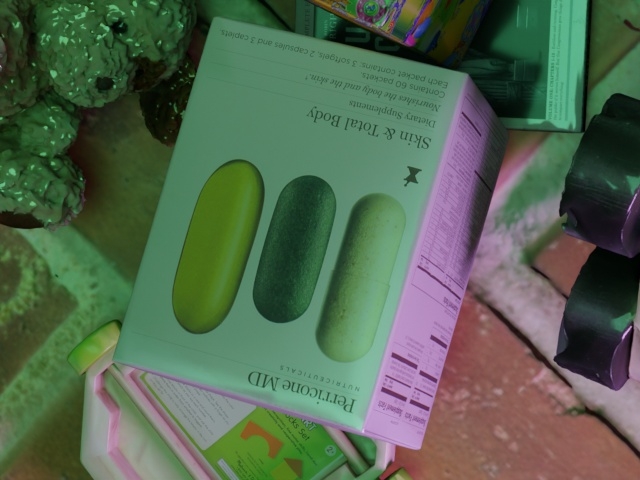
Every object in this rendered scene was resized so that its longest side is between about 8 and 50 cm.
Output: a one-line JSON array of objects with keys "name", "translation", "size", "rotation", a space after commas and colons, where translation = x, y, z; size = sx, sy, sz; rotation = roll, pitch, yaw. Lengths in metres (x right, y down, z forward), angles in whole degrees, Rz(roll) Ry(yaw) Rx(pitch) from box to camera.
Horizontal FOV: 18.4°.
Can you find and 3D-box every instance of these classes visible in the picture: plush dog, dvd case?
[{"name": "plush dog", "translation": [-0.209, -0.161, 1.589], "size": [0.225, 0.262, 0.210], "rotation": [-14, 52, 5]}, {"name": "dvd case", "translation": [0.097, -0.181, 1.576], "size": [0.239, 0.029, 0.179], "rotation": [4, 98, 14]}]

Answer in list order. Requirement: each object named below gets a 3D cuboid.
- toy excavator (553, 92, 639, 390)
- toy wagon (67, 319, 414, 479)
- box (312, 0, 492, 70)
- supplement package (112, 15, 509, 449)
[{"name": "toy excavator", "translation": [0.366, -0.125, 1.426], "size": [0.222, 0.445, 0.433], "rotation": [22, 140, 22]}, {"name": "toy wagon", "translation": [-0.036, 0.125, 1.634], "size": [0.344, 0.068, 0.267], "rotation": [-39, 87, 15]}, {"name": "box", "translation": [0.061, -0.298, 1.417], "size": [0.177, 0.279, 0.290], "rotation": [27, 95, 14]}, {"name": "supplement package", "translation": [0.000, 0.000, 1.472], "size": [0.199, 0.198, 0.262], "rotation": [15, 84, 16]}]
